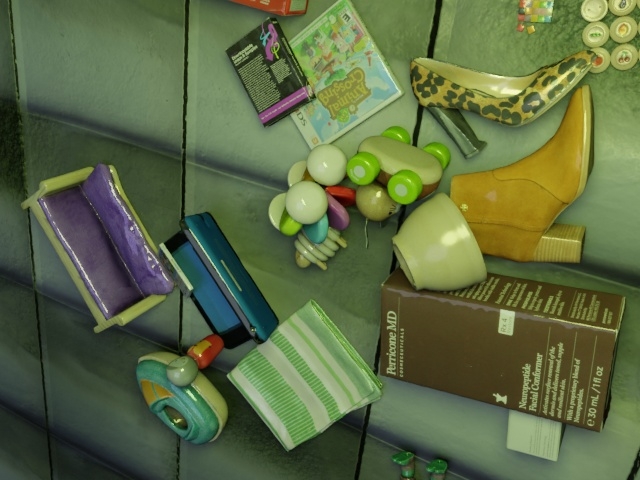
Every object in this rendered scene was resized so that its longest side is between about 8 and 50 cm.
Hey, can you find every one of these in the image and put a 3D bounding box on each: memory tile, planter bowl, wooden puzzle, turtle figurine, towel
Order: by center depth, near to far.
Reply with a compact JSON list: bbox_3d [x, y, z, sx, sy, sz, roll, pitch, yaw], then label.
[{"bbox_3d":[0.448,-0.299,0.908,0.148,0.012,0.113,1,109,29],"label":"memory tile"},{"bbox_3d":[0.323,-0.352,0.960,0.049,0.006,0.083,12,115,25],"label":"wooden puzzle"},{"bbox_3d":[0.182,0.017,1.048,0.109,0.162,0.162,-26,96,0],"label":"planter bowl"},{"bbox_3d":[0.203,0.563,1.323,0.175,0.118,0.234,1,95,13],"label":"turtle figurine"},{"bbox_3d":[-0.043,0.308,1.406,0.248,0.038,0.325,50,124,4],"label":"towel"}]

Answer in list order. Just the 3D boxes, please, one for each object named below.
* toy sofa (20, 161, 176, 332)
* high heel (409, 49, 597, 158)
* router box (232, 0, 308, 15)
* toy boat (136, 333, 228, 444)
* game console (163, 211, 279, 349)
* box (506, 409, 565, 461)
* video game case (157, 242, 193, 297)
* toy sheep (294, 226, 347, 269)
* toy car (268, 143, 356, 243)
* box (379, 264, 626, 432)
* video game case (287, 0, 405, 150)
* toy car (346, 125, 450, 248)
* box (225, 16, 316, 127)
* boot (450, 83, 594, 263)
[{"bbox_3d":[-0.503,0.013,1.477,0.177,0.150,0.362,-25,96,35],"label":"toy sofa"},{"bbox_3d":[0.261,-0.258,0.976,0.186,0.093,0.261,52,133,-5],"label":"high heel"},{"bbox_3d":[-0.158,-0.576,1.093,0.335,0.082,0.301,22,118,20],"label":"router box"},{"bbox_3d":[-0.323,0.339,1.486,0.267,0.148,0.318,39,133,10],"label":"toy boat"},{"bbox_3d":[-0.237,0.105,1.360,0.173,0.250,0.293,-33,92,8],"label":"game console"},{"bbox_3d":[0.383,0.309,1.130,0.087,0.101,0.102,8,111,27],"label":"box"},{"bbox_3d":[-0.325,0.068,1.436,0.122,0.011,0.087,55,157,4],"label":"video game case"},{"bbox_3d":[0.000,0.000,1.234,0.091,0.091,0.132,42,94,9],"label":"toy sheep"},{"bbox_3d":[0.000,-0.074,1.158,0.136,0.182,0.159,33,160,-14],"label":"toy car"},{"bbox_3d":[0.300,0.166,1.100,0.381,0.143,0.191,9,114,28],"label":"box"},{"bbox_3d":[0.017,-0.288,1.145,0.212,0.023,0.193,-29,94,34],"label":"video game case"},{"bbox_3d":[0.119,-0.075,1.104,0.149,0.155,0.188,27,129,18],"label":"toy car"},{"bbox_3d":[-0.091,-0.304,1.169,0.116,0.029,0.162,-23,98,34],"label":"box"},{"bbox_3d":[0.310,-0.098,1.010,0.211,0.104,0.295,9,117,26],"label":"boot"}]
